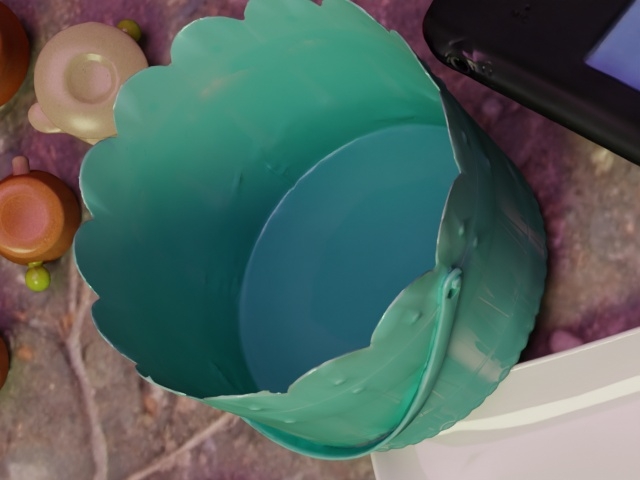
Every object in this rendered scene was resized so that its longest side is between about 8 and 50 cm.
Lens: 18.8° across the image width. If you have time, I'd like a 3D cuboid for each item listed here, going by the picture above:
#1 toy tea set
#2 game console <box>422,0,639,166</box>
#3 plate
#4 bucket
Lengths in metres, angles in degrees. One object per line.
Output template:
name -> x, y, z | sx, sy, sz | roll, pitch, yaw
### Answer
toy tea set -> -0.263, -0.036, 1.461 | 0.200, 0.124, 0.336 | 25, 90, -1
game console -> 0.303, -0.159, 1.125 | 0.386, 0.060, 0.342 | 31, 67, 28
plate -> 0.182, 0.203, 1.209 | 0.278, 0.045, 0.277 | -19, 72, 23
bucket -> 0.000, 0.000, 1.233 | 0.281, 0.183, 0.281 | -13, 62, 27
